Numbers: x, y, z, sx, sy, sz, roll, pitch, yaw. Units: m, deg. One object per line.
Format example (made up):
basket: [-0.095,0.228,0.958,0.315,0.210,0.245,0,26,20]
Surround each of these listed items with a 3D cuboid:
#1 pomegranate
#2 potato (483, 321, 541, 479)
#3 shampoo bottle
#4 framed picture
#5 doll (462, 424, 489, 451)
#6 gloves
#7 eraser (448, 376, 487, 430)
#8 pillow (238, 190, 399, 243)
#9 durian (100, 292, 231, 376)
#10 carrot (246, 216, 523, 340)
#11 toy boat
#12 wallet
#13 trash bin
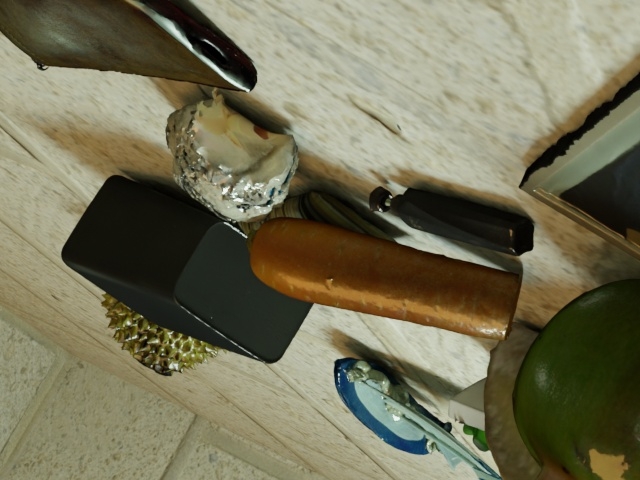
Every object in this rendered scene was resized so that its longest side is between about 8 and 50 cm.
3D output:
pomegranate: [0.196,0.128,0.911,0.180,0.210,0.180,43,168,12]
potato: [0.254,0.207,1.122,0.211,0.189,0.264,39,163,-36]
shampoo bottle: [0.091,-0.016,0.983,0.137,0.027,0.048,17,162,41]
framed picture: [0.226,-0.017,0.739,0.192,0.018,0.265,30,167,-1]
doll: [0.229,0.245,1.621,0.115,0.050,0.190,28,174,42]
gloves: [-0.077,-0.059,1.071,0.114,0.070,0.153,30,168,-5]
eraser: [0.209,0.165,1.284,0.150,0.023,0.104,18,-155,36]
pillow: [0.000,0.000,1.200,0.113,0.038,0.203,34,165,-14]
durian: [-0.190,0.102,1.740,0.193,0.137,0.237,17,162,41]
carrot: [0.045,0.028,1.078,0.225,0.067,0.067,12,162,15]
toy boat: [0.129,0.239,1.651,0.292,0.070,0.210,36,174,26]
wallet: [-0.167,-0.158,0.978,0.255,0.031,0.137,14,160,44]
trash bin: [-0.131,0.030,1.381,0.165,0.115,0.225,38,167,-34]
